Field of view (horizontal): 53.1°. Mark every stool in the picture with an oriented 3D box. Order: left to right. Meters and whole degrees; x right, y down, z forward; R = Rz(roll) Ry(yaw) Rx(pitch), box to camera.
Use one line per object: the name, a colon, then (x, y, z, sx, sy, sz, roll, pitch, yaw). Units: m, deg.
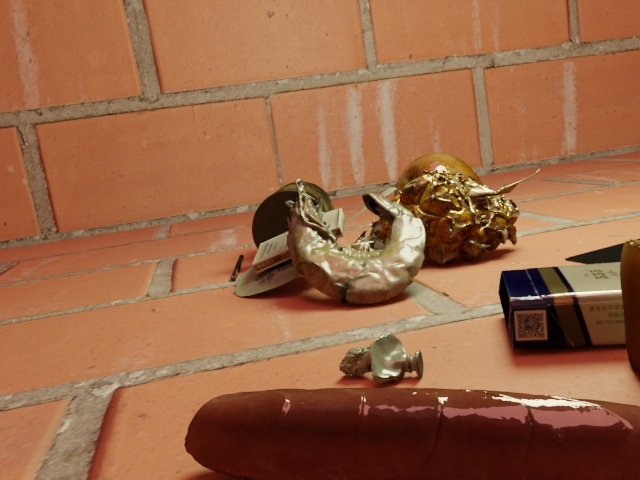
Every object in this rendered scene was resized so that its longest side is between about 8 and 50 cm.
stool: (-0.059, -0.047, 1.570, 0.179, 0.179, 0.264, -7, 9, 6)

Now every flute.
flute: (-0.197, 0.063, 1.525, 0.014, 0.014, 0.269, -8, 10, -2)

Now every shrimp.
shrimp: (0.050, -0.017, 1.180, 0.246, 0.085, 0.360, -26, 45, -14)

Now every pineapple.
pineapple: (0.263, -0.045, 1.279, 0.334, 0.158, 0.161, 2, 39, 7)

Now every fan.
fan: (0.000, 0.001, 1.317, 0.414, 0.012, 0.233, -34, 19, -15)

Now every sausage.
sausage: (0.078, 0.158, 0.506, 0.432, 0.088, 0.088, -4, 10, 21)

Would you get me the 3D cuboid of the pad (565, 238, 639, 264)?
pad: (0.664, 0.012, 1.142, 0.367, 0.007, 0.247, -12, 11, -23)

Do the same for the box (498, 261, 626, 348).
box: (0.360, 0.076, 0.803, 0.259, 0.071, 0.168, -6, 9, 14)

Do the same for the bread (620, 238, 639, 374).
bread: (0.335, 0.094, 0.511, 0.077, 0.138, 0.361, -4, 10, 8)

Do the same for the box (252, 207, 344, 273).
box: (-0.043, -0.002, 1.316, 0.198, 0.029, 0.109, -24, 19, 14)

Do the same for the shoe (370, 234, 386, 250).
shoe: (0.171, 0.008, 1.429, 0.071, 0.064, 0.143, 12, 3, -36)

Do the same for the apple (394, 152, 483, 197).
apple: (0.292, -0.111, 1.595, 0.187, 0.211, 0.211, 21, -8, -32)

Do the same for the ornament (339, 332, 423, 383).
ornament: (0.073, 0.140, 0.748, 0.092, 0.041, 0.068, 16, 46, 41)
